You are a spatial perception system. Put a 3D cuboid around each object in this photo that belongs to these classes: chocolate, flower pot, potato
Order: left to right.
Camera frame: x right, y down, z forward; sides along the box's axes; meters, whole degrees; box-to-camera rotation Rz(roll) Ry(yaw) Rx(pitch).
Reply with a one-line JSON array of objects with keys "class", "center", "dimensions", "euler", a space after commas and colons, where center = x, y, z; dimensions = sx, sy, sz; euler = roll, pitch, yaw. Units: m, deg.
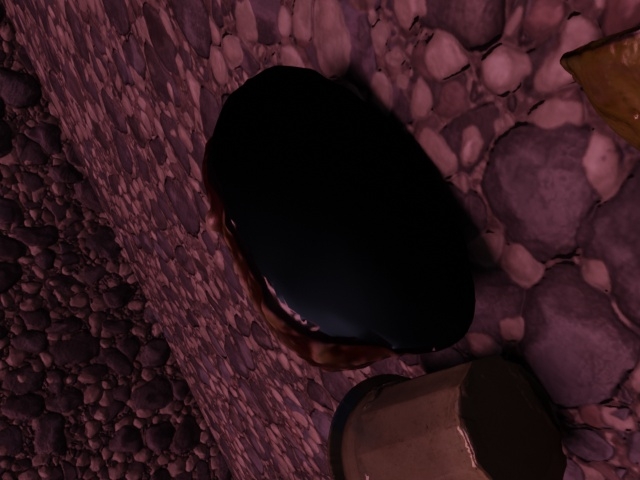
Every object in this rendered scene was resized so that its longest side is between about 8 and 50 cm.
[{"class": "chocolate", "center": [0.000, 0.000, 0.625], "dimensions": [0.340, 0.225, 0.210], "euler": [58, 158, 14]}, {"class": "flower pot", "center": [0.149, 0.226, 0.615], "dimensions": [0.212, 0.212, 0.202], "euler": [58, 137, 9]}, {"class": "potato", "center": [0.219, -0.076, 0.342], "dimensions": [0.149, 0.081, 0.120], "euler": [-1, 110, 58]}]
